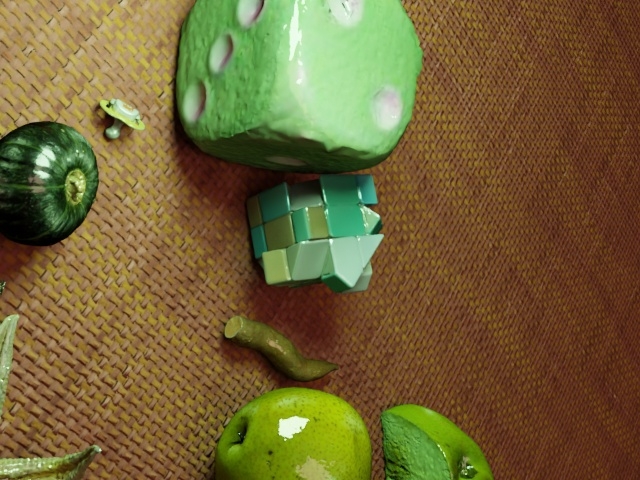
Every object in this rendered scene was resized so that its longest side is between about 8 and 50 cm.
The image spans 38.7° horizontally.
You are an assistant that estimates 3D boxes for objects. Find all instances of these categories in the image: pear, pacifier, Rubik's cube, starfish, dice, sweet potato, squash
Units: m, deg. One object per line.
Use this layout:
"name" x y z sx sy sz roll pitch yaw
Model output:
"pear" 0.259 0.486 1.923 0.159 0.292 0.292 -5 94 -33
"pacifier" -0.333 -0.198 1.505 0.083 0.068 0.064 30 104 -21
"Rubik's cube" 0.000 0.000 1.698 0.265 0.224 0.213 -5 80 -38
"starfish" -0.522 0.324 1.276 0.398 0.132 0.383 -13 96 -29
"dice" -0.043 -0.296 1.581 0.318 0.322 0.330 10 85 -43
"pear" -0.049 0.396 1.614 0.294 0.294 0.294 0 91 -43
"sweet potato" -0.072 0.217 1.736 0.281 0.059 0.067 39 44 -38
"squash" -0.414 -0.086 1.346 0.193 0.156 0.193 -42 148 -34

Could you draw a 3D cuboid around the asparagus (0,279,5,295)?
"asparagus" -0.510 0.134 1.361 0.013 0.016 0.166 23 73 -6
